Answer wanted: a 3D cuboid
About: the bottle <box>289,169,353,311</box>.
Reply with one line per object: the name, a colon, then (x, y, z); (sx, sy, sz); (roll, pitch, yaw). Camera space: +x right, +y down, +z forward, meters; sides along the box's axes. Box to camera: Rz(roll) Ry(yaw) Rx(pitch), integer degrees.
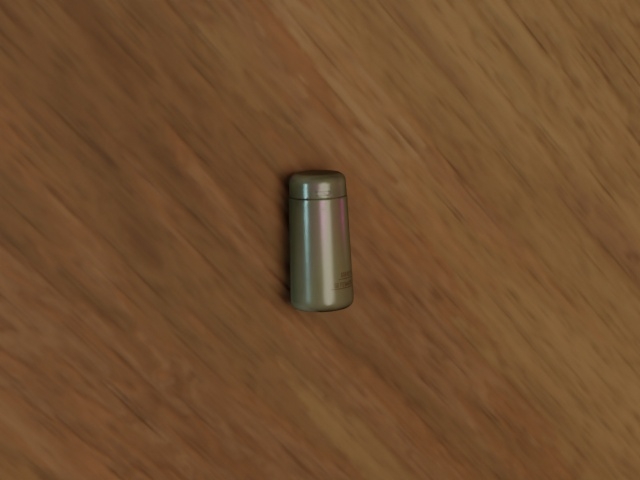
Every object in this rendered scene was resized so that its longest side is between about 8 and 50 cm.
bottle: (0.000, 0.000, 1.260); (0.045, 0.045, 0.096); (-7, 101, -29)
